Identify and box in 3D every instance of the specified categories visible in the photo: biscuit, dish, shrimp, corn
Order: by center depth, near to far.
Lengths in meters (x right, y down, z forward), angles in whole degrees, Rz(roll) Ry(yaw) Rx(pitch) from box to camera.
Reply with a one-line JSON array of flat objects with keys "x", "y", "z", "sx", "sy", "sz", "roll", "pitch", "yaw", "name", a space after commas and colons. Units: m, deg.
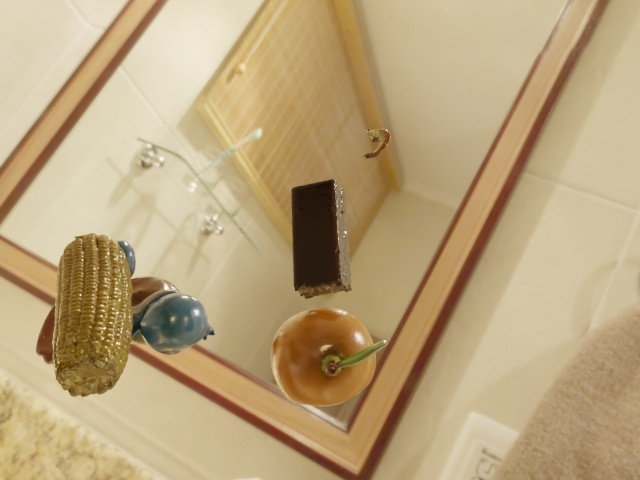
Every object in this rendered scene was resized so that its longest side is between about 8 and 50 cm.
[{"x": -0.379, "y": 0.113, "z": 1.079, "sx": 0.131, "sy": 0.131, "sz": 0.344, "roll": 42, "pitch": 13, "yaw": -36, "name": "corn"}, {"x": 0.000, "y": 0.000, "z": 1.331, "sx": 0.106, "sy": 0.252, "sz": 0.070, "roll": -11, "pitch": -24, "yaw": 18, "name": "biscuit"}, {"x": 0.131, "y": -0.250, "z": 1.638, "sx": 0.025, "sy": 0.091, "sz": 0.127, "roll": 34, "pitch": 8, "yaw": -31, "name": "shrimp"}, {"x": -0.736, "y": 0.273, "z": 1.900, "sx": 0.213, "sy": 0.213, "sz": 0.090, "roll": 13, "pitch": -14, "yaw": 47, "name": "dish"}]

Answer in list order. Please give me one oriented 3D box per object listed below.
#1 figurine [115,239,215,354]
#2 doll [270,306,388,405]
[{"x": -0.422, "y": 0.177, "z": 1.581, "sx": 0.298, "sy": 0.242, "sz": 0.416, "roll": 2, "pitch": 22, "yaw": -44, "name": "figurine"}, {"x": 0.011, "y": 0.230, "z": 1.263, "sx": 0.213, "sy": 0.213, "sz": 0.236, "roll": 32, "pitch": -10, "yaw": -6, "name": "doll"}]
